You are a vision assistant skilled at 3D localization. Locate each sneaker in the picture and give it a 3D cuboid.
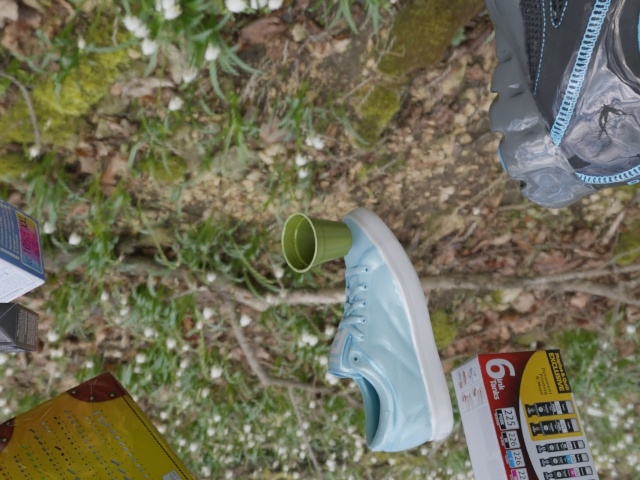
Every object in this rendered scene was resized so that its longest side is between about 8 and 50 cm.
[{"bbox_3d":[0.176,-0.202,0.481,0.139,0.341,0.125,-19,177,42],"label":"sneaker"},{"bbox_3d":[0.074,0.133,0.988,0.150,0.366,0.135,-15,170,-19],"label":"sneaker"}]

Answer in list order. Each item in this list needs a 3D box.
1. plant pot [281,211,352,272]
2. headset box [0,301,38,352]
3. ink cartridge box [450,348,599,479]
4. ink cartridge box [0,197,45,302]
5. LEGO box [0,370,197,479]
[{"bbox_3d":[0.000,0.000,0.948,0.079,0.084,0.083,-5,-173,-38],"label":"plant pot"},{"bbox_3d":[-0.244,0.065,0.490,0.062,0.032,0.083,1,169,-11],"label":"headset box"},{"bbox_3d":[0.443,0.388,1.371,0.271,0.310,0.130,-1,154,-18],"label":"ink cartridge box"},{"bbox_3d":[-0.680,-0.001,1.069,0.269,0.151,0.395,-27,152,6],"label":"ink cartridge box"},{"bbox_3d":[-0.197,0.462,0.793,0.193,0.373,0.500,-24,-137,-33],"label":"LEGO box"}]
